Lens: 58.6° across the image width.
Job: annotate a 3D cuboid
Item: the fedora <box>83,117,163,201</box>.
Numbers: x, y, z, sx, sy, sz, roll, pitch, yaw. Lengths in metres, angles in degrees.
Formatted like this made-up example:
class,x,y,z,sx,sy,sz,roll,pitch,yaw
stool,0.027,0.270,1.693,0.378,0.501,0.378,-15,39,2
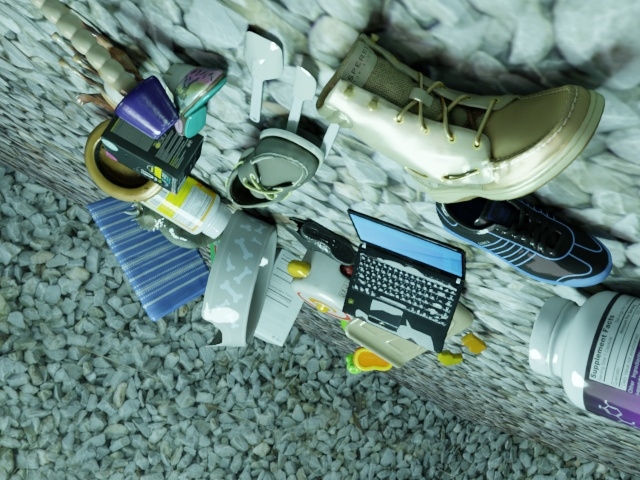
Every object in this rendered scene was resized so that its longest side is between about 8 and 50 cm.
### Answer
class,x,y,z,sx,sy,sz,roll,pitch,yaw
fedora,-0.412,-0.179,1.245,0.194,0.194,0.079,28,-161,-1

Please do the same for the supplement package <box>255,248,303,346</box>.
class,x,y,z,sx,sy,sz,roll,pitch,yaw
supplement package,-0.134,0.162,1.653,0.134,0.244,0.139,32,163,-20

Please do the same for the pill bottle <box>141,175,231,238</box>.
class,x,y,z,sx,sy,sz,roll,pitch,yaw
pill bottle,-0.326,-0.094,1.376,0.215,0.117,0.117,34,164,-24

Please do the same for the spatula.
class,x,y,z,sx,sy,sz,roll,pitch,yaw
spatula,-0.035,-0.184,0.779,0.168,0.019,0.242,27,169,-3

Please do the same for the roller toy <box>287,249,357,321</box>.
class,x,y,z,sx,sy,sz,roll,pitch,yaw
roller toy,0.032,0.104,1.365,0.191,0.146,0.209,19,163,25

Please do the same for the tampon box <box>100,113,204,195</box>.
class,x,y,z,sx,sy,sz,roll,pitch,yaw
tampon box,-0.325,-0.182,1.109,0.161,0.101,0.120,30,164,-8

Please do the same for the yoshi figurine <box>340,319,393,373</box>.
class,x,y,z,sx,sy,sz,roll,pitch,yaw
yoshi figurine,0.125,0.243,1.566,0.203,0.203,0.362,55,-175,5

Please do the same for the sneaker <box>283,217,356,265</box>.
class,x,y,z,sx,sy,sz,roll,pitch,yaw
sneaker,-0.001,0.002,1.278,0.170,0.051,0.089,34,164,-7

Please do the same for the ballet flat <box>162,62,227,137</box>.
class,x,y,z,sx,sy,sz,roll,pitch,yaw
ballet flat,-0.199,-0.219,0.854,0.079,0.077,0.221,50,161,-8

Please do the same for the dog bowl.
class,x,y,z,sx,sy,sz,roll,pitch,yaw
dog bowl,-0.192,0.102,1.408,0.102,0.349,0.349,13,164,2

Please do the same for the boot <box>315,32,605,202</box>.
class,x,y,z,sx,sy,sz,roll,pitch,yaw
boot,0.114,-0.129,0.559,0.203,0.095,0.262,33,168,-15

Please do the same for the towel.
class,x,y,z,sx,sy,sz,roll,pitch,yaw
towel,-0.436,0.022,1.501,0.040,0.243,0.336,-25,95,37

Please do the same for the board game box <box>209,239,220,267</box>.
class,x,y,z,sx,sy,sz,roll,pitch,yaw
board game box,-0.270,0.087,1.730,0.046,0.214,0.317,-10,160,3

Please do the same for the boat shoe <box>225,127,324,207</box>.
class,x,y,z,sx,sy,sz,roll,pitch,yaw
boat shoe,-0.085,-0.108,0.944,0.109,0.091,0.305,32,167,-18

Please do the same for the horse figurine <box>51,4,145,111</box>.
class,x,y,z,sx,sy,sz,roll,pitch,yaw
horse figurine,-0.351,-0.269,0.942,0.174,0.066,0.263,36,161,-10

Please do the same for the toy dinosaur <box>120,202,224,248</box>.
class,x,y,z,sx,sy,sz,roll,pitch,yaw
toy dinosaur,-0.368,-0.052,1.505,0.313,0.160,0.121,39,161,-35

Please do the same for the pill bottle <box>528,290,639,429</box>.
class,x,y,z,sx,sy,sz,roll,pitch,yaw
pill bottle,0.470,0.177,0.789,0.323,0.181,0.181,14,160,41

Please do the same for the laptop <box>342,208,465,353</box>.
class,x,y,z,sx,sy,sz,roll,pitch,yaw
laptop,0.150,0.087,1.124,0.234,0.264,0.136,22,-159,22

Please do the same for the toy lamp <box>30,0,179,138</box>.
class,x,y,z,sx,sy,sz,roll,pitch,yaw
toy lamp,-0.304,-0.255,0.771,0.275,0.080,0.080,49,159,-16

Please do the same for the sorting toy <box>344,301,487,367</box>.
class,x,y,z,sx,sy,sz,roll,pitch,yaw
sorting toy,0.235,0.210,1.328,0.307,0.229,0.041,36,-153,-30

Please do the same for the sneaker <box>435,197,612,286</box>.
class,x,y,z,sx,sy,sz,roll,pitch,yaw
sneaker,0.254,-0.010,0.730,0.232,0.081,0.090,22,171,24
